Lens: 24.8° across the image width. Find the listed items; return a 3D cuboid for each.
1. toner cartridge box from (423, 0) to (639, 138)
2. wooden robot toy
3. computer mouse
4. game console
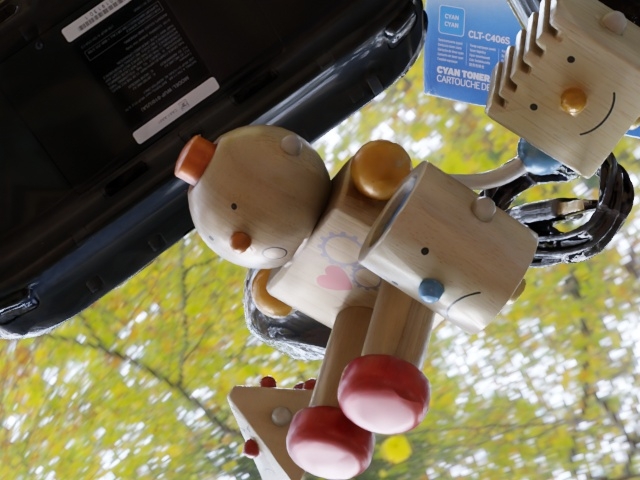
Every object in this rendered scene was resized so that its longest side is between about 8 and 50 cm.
[{"bbox_3d":[0.244,-0.162,1.074,0.075,0.347,0.165,-29,-54,-50],"label":"toner cartridge box"},{"bbox_3d":[0.000,0.000,0.350,0.079,0.173,0.076,33,-135,-7],"label":"wooden robot toy"},{"bbox_3d":[0.033,0.001,0.601,0.041,0.242,0.071,34,-120,-23],"label":"computer mouse"},{"bbox_3d":[-0.001,-0.112,0.503,0.361,0.044,0.213,-37,-68,-7],"label":"game console"}]
